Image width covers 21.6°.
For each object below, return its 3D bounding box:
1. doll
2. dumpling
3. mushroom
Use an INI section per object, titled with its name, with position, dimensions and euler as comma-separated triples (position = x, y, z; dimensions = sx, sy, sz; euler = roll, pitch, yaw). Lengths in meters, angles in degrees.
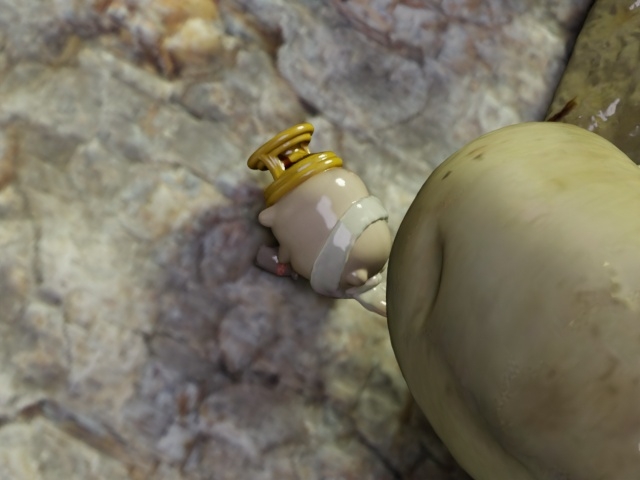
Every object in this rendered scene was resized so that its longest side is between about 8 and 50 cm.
[doll]
position = 0.000, 0.000, 0.996
dimensions = 0.084, 0.073, 0.127
euler = -33, 83, 12
[dumpling]
position = 0.242, -0.120, 1.084
dimensions = 0.166, 0.086, 0.332
euler = 21, 76, -8
[mushroom]
position = 0.185, 0.056, 0.923
dimensions = 0.315, 0.315, 0.356
euler = 42, 39, -3
